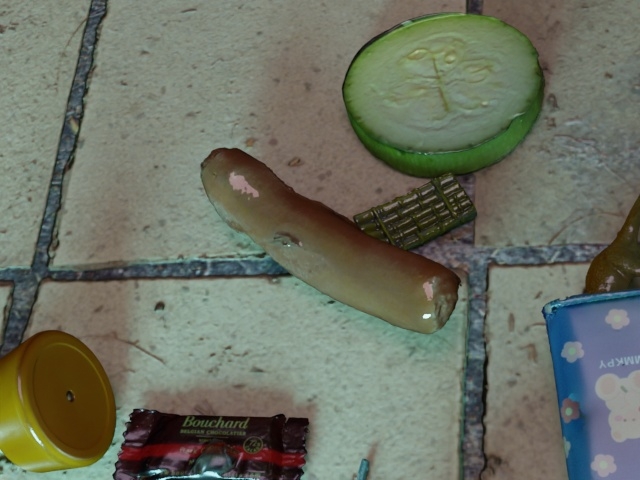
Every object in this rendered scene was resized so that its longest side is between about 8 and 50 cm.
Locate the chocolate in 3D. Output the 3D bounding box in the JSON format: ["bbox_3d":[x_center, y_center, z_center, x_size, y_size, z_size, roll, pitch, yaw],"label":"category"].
[{"bbox_3d":[-0.101,0.194,1.141,0.183,0.028,0.086,1,53,16],"label":"chocolate"}]

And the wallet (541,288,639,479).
[{"bbox_3d":[0.272,0.139,1.054,0.141,0.059,0.202,-7,63,7],"label":"wallet"}]

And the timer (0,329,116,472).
[{"bbox_3d":[-0.292,0.169,1.163,0.152,0.132,0.132,-23,50,25],"label":"timer"}]

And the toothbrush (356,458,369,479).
[{"bbox_3d":[0.025,0.268,1.069,0.014,0.011,0.167,8,58,12],"label":"toothbrush"}]

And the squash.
[{"bbox_3d":[0.134,-0.164,1.335,0.219,0.041,0.219,-7,51,9],"label":"squash"}]

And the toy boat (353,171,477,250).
[{"bbox_3d":[0.096,-0.024,1.254,0.115,0.016,0.063,-26,55,-5],"label":"toy boat"}]

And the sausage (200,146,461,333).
[{"bbox_3d":[0.000,0.002,1.218,0.327,0.087,0.079,30,32,31],"label":"sausage"}]

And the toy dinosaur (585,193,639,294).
[{"bbox_3d":[0.277,0.017,1.171,0.126,0.039,0.162,-14,52,5],"label":"toy dinosaur"}]
